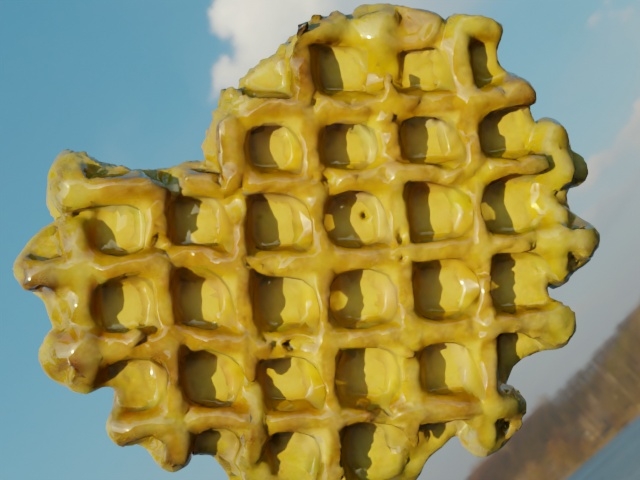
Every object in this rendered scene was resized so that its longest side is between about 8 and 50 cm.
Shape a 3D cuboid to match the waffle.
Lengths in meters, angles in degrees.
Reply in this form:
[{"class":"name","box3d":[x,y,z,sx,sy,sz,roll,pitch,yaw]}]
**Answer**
[{"class":"waffle","box3d":[0.000,0.000,0.502,0.253,0.249,0.056,-60,5,1]}]
